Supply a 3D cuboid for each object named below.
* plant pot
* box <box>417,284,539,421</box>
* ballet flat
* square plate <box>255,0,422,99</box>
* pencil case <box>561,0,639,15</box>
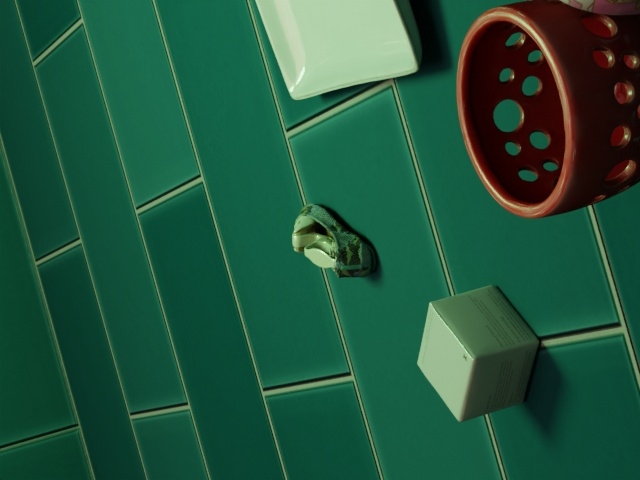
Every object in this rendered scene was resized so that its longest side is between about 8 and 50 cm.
[{"bbox_3d":[0.239,-0.129,1.655,0.191,0.174,0.191,44,142,49],"label":"plant pot"},{"bbox_3d":[0.172,0.124,2.045,0.102,0.087,0.101,53,148,39],"label":"box"},{"bbox_3d":[0.000,0.000,2.373,0.188,0.070,0.070,30,130,58],"label":"ballet flat"},{"bbox_3d":[-0.005,-0.348,2.170,0.344,0.049,0.347,-3,107,66],"label":"square plate"},{"bbox_3d":[0.284,-0.340,1.470,0.386,0.167,0.160,123,159,-58],"label":"pencil case"}]
